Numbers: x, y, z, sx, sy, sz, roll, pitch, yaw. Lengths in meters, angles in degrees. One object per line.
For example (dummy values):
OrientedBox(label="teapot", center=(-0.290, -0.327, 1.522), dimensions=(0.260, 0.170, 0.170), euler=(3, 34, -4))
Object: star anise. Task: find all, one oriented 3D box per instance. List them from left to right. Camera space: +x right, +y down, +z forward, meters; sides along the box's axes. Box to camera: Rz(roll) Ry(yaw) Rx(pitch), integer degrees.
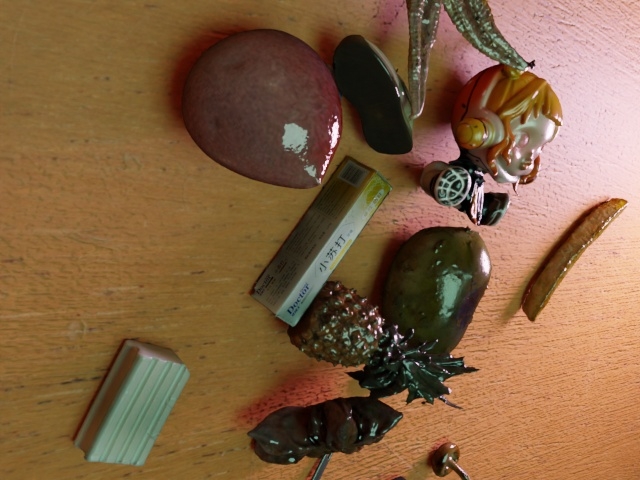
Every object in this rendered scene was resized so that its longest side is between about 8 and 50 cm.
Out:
OrientedBox(label="star anise", center=(0.011, 0.365, 1.626), dimensions=(0.315, 0.315, 0.108), euler=(5, 70, -43))

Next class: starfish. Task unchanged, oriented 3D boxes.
OrientedBox(label="starfish", center=(0.223, -0.432, 1.399), dimensions=(0.398, 0.132, 0.383), euler=(-32, 109, -41))

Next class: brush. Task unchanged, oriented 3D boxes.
OrientedBox(label="brush", center=(-0.010, 0.508, 1.835), dimensions=(0.062, 0.027, 0.266), euler=(30, 88, -47))

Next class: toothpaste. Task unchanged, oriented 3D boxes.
OrientedBox(label="toothpaste", center=(0.000, 0.000, 1.508), dimensions=(0.313, 0.089, 0.071), euler=(-55, 142, -4))

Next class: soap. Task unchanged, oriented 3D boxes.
OrientedBox(label="soap", center=(-0.309, 0.272, 1.398), dimensions=(0.119, 0.066, 0.198), euler=(24, 96, -48))

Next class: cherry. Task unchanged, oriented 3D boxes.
OrientedBox(label="cherry", center=(-0.072, -0.195, 1.229), dimensions=(0.239, 0.239, 0.206), euler=(-14, 122, -36))

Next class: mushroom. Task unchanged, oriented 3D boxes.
OrientedBox(label="mushroom", center=(0.327, 0.569, 2.123), dimensions=(0.088, 0.073, 0.129), euler=(-42, 102, -35))

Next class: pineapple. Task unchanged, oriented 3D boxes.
OrientedBox(label="pineapple", center=(0.117, 0.216, 1.578), dimensions=(0.365, 0.165, 0.165), euler=(33, 90, -13))

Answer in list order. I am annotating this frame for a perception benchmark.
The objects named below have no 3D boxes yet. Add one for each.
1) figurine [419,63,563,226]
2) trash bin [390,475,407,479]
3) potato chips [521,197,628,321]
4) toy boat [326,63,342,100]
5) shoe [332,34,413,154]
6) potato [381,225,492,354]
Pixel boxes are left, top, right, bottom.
OrientedBox(label="figurine", center=(0.331, -0.199, 1.617), dimensions=(0.323, 0.196, 0.320), euler=(-57, 147, 8))
OrientedBox(label="trash bin", center=(0.129, 0.674, 1.985), dimensions=(0.226, 0.115, 0.165), euler=(-15, 123, -38))
OrientedBox(label="potato chips", center=(0.633, 0.026, 2.108), dimensions=(0.407, 0.057, 0.080), euler=(-49, 149, -10))
OrientedBox(label="toy boat", center=(-0.023, -0.254, 1.394), dimensions=(0.149, 0.034, 0.105), euler=(35, 91, -34))
OrientedBox(label="shoe", center=(0.098, -0.257, 1.434), dimensions=(0.275, 0.103, 0.098), euler=(61, 37, -55))
OrientedBox(label="potato", center=(0.228, 0.111, 1.712), dimensions=(0.210, 0.173, 0.307), euler=(3, 109, -44))
